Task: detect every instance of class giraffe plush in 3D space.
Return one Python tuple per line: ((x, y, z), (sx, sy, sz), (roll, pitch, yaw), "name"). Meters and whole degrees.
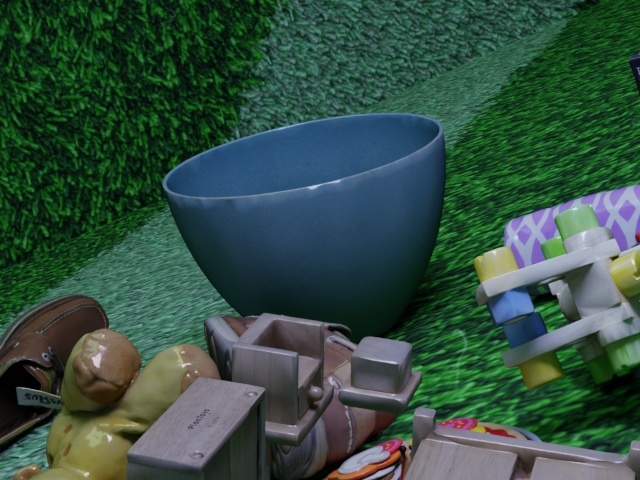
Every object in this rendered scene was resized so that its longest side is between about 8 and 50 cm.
((-0.176, 0.189, 1.068), (0.210, 0.181, 0.170), (-6, 38, 21), "giraffe plush")

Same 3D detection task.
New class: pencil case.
((0.274, -0.002, 1.268), (0.206, 0.086, 0.088), (-12, -19, 31), "pencil case")

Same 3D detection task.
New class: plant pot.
((0.000, 0.000, 1.406), (0.290, 0.195, 0.290), (-11, 17, 3), "plant pot")

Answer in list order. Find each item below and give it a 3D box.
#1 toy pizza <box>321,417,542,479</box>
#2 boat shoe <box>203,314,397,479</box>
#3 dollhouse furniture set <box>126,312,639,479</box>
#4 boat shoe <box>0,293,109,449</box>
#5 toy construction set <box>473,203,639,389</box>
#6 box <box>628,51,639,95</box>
((0.062, 0.173, 0.968), (0.201, 0.032, 0.201), (-21, 12, 5), "toy pizza")
((-0.021, 0.124, 1.167), (0.116, 0.123, 0.324), (-15, 13, -15), "boat shoe")
((0.080, 0.197, 0.788), (0.355, 0.174, 0.303), (8, 22, 16), "dollhouse furniture set")
((-0.336, 0.166, 1.561), (0.104, 0.111, 0.307), (-5, 29, 42), "boat shoe")
((0.288, 0.018, 0.980), (0.327, 0.151, 0.215), (-9, -9, 20), "toy construction set")
((0.436, -0.117, 1.243), (0.103, 0.184, 0.261), (-30, 15, -35), "box")
